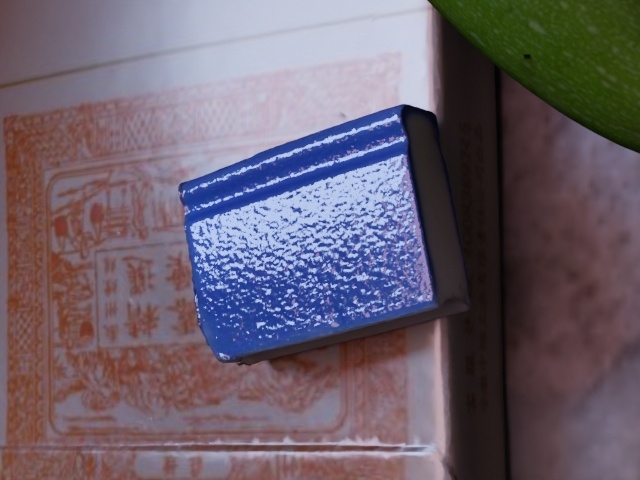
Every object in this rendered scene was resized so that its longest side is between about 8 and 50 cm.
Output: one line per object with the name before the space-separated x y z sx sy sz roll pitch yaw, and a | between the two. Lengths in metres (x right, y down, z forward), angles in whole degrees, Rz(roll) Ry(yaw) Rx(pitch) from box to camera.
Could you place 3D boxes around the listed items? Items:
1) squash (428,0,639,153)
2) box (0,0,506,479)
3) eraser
squash | 0.027 -0.136 0.431 0.082 0.082 0.292 -44 73 24
box | -0.034 -0.014 0.534 0.204 0.051 0.365 -5 83 32
eraser | 0.000 0.000 0.463 0.084 0.027 0.063 -17 78 29
